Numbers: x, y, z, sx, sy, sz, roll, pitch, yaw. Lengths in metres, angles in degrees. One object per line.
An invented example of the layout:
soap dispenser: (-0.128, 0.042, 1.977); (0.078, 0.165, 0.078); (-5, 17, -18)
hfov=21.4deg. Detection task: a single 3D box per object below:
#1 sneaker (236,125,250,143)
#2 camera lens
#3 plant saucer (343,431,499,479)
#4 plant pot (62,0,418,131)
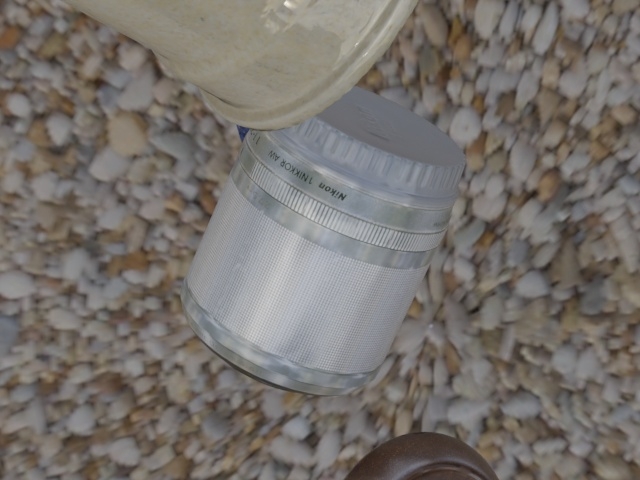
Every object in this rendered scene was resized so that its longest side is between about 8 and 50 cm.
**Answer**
sneaker: (-0.028, -0.099, 1.843); (0.090, 0.081, 0.232); (-25, 117, -16)
camera lens: (0.000, 0.000, 1.683); (0.219, 0.219, 0.274); (26, 109, 5)
plant saucer: (0.076, 0.221, 1.194); (0.168, 0.029, 0.168); (0, 91, -31)
plant pot: (-0.119, -0.272, 1.068); (0.305, 0.334, 0.334); (17, 88, -32)
